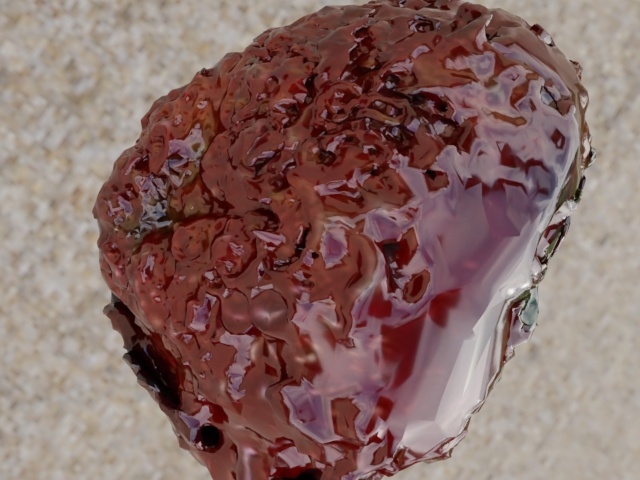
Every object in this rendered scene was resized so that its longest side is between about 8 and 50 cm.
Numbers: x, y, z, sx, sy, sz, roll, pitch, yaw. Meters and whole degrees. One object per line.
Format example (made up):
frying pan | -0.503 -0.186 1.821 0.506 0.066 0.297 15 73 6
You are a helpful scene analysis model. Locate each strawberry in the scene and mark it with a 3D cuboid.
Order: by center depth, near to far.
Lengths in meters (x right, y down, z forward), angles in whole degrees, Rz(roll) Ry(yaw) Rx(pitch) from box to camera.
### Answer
strawberry | 0.000 0.000 0.889 0.274 0.220 0.274 -158 -90 -88
